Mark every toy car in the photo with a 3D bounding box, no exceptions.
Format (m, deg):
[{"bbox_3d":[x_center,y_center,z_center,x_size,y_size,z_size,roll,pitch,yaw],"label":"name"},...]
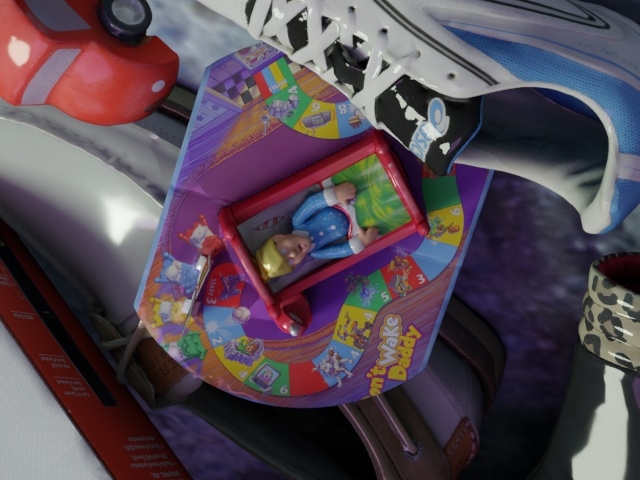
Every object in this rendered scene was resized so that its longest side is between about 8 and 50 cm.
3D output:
[{"bbox_3d":[-0.190,-0.136,0.771,0.225,0.053,0.239,-2,123,39],"label":"toy car"}]

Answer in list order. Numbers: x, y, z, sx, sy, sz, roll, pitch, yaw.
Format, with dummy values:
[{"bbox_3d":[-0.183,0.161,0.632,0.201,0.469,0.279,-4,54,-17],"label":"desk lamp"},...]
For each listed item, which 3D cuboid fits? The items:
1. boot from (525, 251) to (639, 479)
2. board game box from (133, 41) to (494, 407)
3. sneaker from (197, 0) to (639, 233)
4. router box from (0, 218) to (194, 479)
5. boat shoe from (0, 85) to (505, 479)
[{"bbox_3d":[0.202,0.110,0.827,0.236,0.085,0.179,12,110,-1],"label":"boot"},{"bbox_3d":[0.000,0.000,0.802,0.133,0.033,0.169,15,107,-11],"label":"board game box"},{"bbox_3d":[0.028,-0.080,0.730,0.237,0.086,0.085,24,144,0],"label":"sneaker"},{"bbox_3d":[-0.221,0.174,0.888,0.335,0.082,0.301,-42,73,12],"label":"router box"},{"bbox_3d":[-0.050,0.024,0.878,0.302,0.103,0.113,32,141,-11],"label":"boat shoe"}]
